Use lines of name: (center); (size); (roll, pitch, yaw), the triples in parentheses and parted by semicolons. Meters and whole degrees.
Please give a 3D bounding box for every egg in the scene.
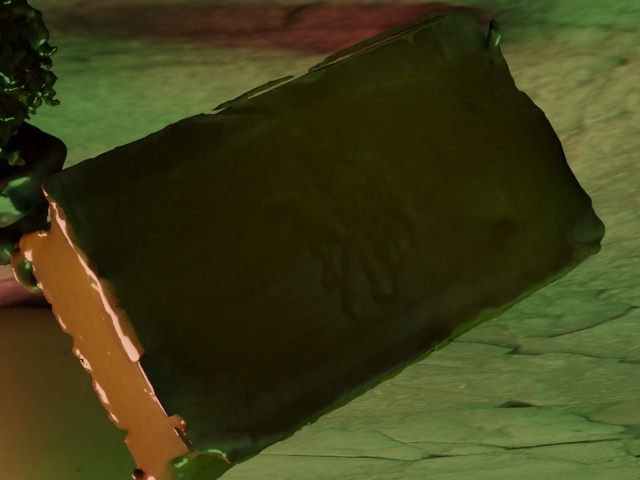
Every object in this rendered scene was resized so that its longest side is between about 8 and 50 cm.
egg: (-0.184, 0.139, 1.111); (0.253, 0.188, 0.188); (6, 158, -29)

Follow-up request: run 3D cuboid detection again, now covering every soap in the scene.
soap: (-0.001, 0.001, 0.721); (0.233, 0.135, 0.076); (-27, 173, -27)

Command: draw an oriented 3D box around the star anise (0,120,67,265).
star anise: (-0.225, -0.009, 0.750); (0.212, 0.129, 0.283); (-25, 169, -13)

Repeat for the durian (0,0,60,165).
durian: (-0.183, -0.054, 0.579); (0.188, 0.091, 0.148); (12, 130, -16)
